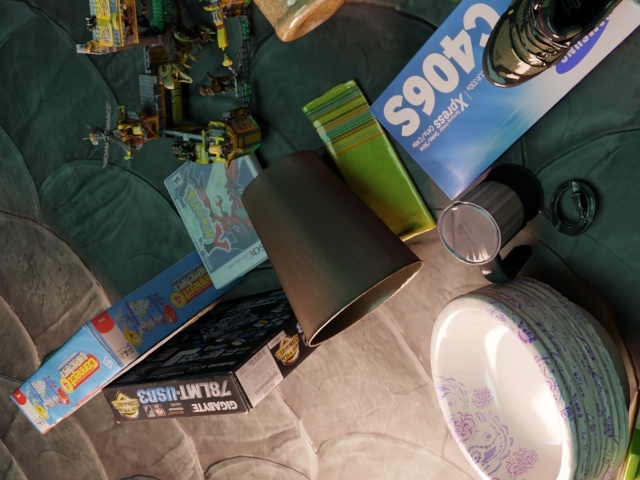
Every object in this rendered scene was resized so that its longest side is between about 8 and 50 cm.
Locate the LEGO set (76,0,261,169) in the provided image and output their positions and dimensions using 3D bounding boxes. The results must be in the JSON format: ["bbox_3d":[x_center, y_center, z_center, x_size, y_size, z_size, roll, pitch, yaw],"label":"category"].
[{"bbox_3d":[-0.225,-0.244,1.393,0.255,0.192,0.331,21,118,29],"label":"LEGO set"}]

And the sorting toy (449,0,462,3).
[{"bbox_3d":[0.068,-0.442,1.188,0.307,0.041,0.229,30,128,20],"label":"sorting toy"}]

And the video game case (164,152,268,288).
[{"bbox_3d":[-0.145,-0.050,1.535,0.183,0.023,0.201,-33,79,37],"label":"video game case"}]

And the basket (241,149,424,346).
[{"bbox_3d":[0.000,0.000,1.385,0.204,0.154,0.226,-42,74,25],"label":"basket"}]

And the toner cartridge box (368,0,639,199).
[{"bbox_3d":[0.220,-0.216,1.175,0.165,0.075,0.348,47,132,5],"label":"toner cartridge box"}]

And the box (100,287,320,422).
[{"bbox_3d":[-0.134,0.165,1.500,0.296,0.293,0.073,-14,105,40],"label":"box"}]

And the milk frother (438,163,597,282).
[{"bbox_3d":[0.245,-0.030,1.216,0.143,0.135,0.129,-36,91,43],"label":"milk frother"}]

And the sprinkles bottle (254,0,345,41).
[{"bbox_3d":[-0.108,-0.430,1.272,0.355,0.121,0.121,53,133,1],"label":"sprinkles bottle"}]

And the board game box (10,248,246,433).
[{"bbox_3d":[-0.313,0.155,1.618,0.086,0.308,0.302,52,134,0],"label":"board game box"}]

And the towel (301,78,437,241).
[{"bbox_3d":[0.067,-0.105,1.387,0.102,0.021,0.237,-25,98,43],"label":"towel"}]

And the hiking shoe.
[{"bbox_3d":[0.237,-0.233,1.023,0.086,0.114,0.227,50,132,4],"label":"hiking shoe"}]

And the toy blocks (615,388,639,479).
[{"bbox_3d":[0.505,0.225,1.156,0.261,0.190,0.381,13,123,17],"label":"toy blocks"}]

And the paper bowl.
[{"bbox_3d":[0.277,0.184,1.261,0.284,0.148,0.284,45,145,46],"label":"paper bowl"}]
